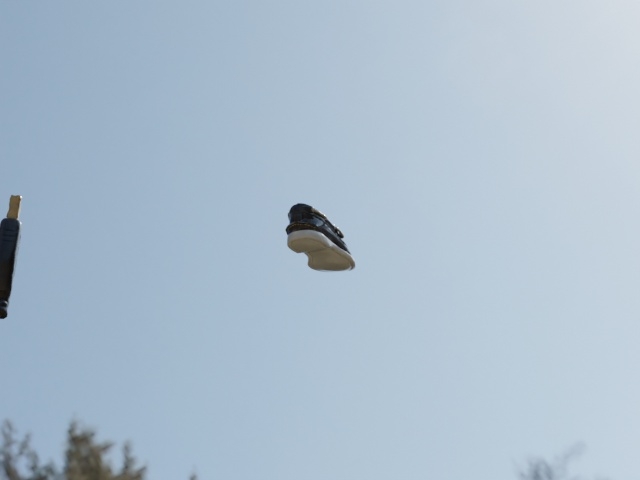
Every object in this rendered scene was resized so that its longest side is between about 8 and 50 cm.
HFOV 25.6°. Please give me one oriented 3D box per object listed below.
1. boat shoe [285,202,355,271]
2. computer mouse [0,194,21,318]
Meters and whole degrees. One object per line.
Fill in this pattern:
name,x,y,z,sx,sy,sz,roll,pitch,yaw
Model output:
boat shoe,0.000,0.000,1.309,0.046,0.038,0.125,-11,-21,21
computer mouse,-0.255,-0.009,0.897,0.184,0.262,0.060,-26,-48,33
